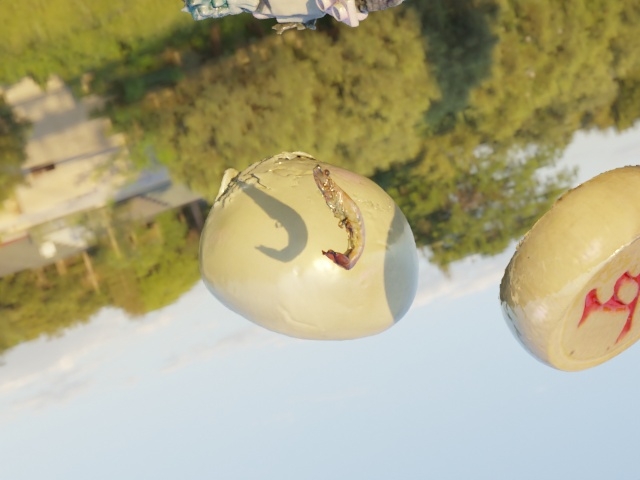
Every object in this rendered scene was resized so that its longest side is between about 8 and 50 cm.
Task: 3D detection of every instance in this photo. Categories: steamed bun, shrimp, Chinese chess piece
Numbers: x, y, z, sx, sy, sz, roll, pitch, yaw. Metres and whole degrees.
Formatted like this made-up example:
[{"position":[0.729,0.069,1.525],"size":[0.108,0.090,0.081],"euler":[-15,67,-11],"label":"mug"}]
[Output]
[{"position":[0.000,0.000,1.669],"size":[0.312,0.233,0.333],"euler":[24,-154,35],"label":"steamed bun"},{"position":[0.017,-0.026,1.251],"size":[0.025,0.127,0.091],"euler":[-11,-149,33],"label":"shrimp"},{"position":[0.314,0.033,1.231],"size":[0.249,0.103,0.250],"euler":[-25,143,-21],"label":"Chinese chess piece"}]

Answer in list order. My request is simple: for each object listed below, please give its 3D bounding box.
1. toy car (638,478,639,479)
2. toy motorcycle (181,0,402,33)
[{"position":[0.738,0.567,2.234],"size":[0.247,0.142,0.200],"euler":[16,158,8],"label":"toy car"},{"position":[-0.039,-0.259,1.113],"size":[0.204,0.108,0.239],"euler":[-30,-153,-17],"label":"toy motorcycle"}]
